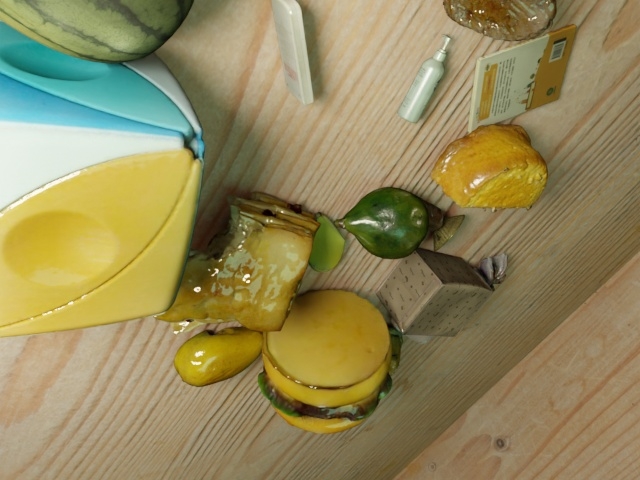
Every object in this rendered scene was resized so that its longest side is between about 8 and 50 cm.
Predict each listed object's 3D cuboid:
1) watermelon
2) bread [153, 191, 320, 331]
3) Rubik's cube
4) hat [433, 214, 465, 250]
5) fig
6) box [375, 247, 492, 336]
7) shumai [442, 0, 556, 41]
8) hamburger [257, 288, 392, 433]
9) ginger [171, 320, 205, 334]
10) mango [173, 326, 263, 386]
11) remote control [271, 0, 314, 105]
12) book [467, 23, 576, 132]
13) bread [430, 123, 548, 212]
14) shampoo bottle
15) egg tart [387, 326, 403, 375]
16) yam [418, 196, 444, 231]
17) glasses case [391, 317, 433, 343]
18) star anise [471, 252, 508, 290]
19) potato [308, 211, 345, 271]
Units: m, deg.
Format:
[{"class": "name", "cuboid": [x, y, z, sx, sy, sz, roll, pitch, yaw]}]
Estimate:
[{"class": "watermelon", "cuboid": [-0.308, -0.377, 0.527, 0.279, 0.279, 0.359, -44, 139, 12]}, {"class": "bread", "cuboid": [-0.174, 0.055, 1.042, 0.370, 0.191, 0.314, 10, 105, -35]}, {"class": "Rubik's cube", "cuboid": [-0.392, -0.096, 0.690, 0.347, 0.351, 0.352, -2, 132, -31]}, {"class": "hat", "cuboid": [0.376, -0.043, 1.446, 0.146, 0.067, 0.146, -51, 177, -3]}, {"class": "fig", "cuboid": [0.157, -0.041, 1.209, 0.245, 0.195, 0.195, -7, 132, -31]}, {"class": "box", "cuboid": [0.379, 0.176, 1.556, 0.297, 0.190, 0.225, 11, 122, -40]}, {"class": "shumai", "cuboid": [0.374, -0.523, 0.949, 0.184, 0.218, 0.185, 65, 41, -59]}, {"class": "hamburger", "cuboid": [0.025, 0.357, 1.372, 0.395, 0.396, 0.277, -15, 134, -20]}, {"class": "ginger", "cuboid": [-0.300, 0.125, 1.152, 0.193, 0.115, 0.123, -25, 123, -26]}, {"class": "mango", "cuboid": [-0.284, 0.323, 1.327, 0.262, 0.130, 0.167, -7, 128, -35]}, {"class": "remote control", "cuboid": [-0.050, -0.352, 0.859, 0.029, 0.087, 0.190, -26, 137, -14]}, {"class": "book", "cuboid": [0.519, -0.415, 1.206, 0.295, 0.020, 0.208, -22, 138, -12]}, {"class": "bread", "cuboid": [0.478, -0.202, 1.243, 0.340, 0.194, 0.179, -1, 143, -27]}, {"class": "shampoo bottle", "cuboid": [0.242, -0.365, 1.053, 0.056, 0.056, 0.195, 3, 128, -34]}, {"class": "egg tart", "cuboid": [0.203, 0.457, 1.765, 0.315, 0.120, 0.315, -17, 137, -17]}, {"class": "yam", "cuboid": [0.297, -0.078, 1.349, 0.141, 0.079, 0.079, 19, 117, -41]}, {"class": "glasses case", "cuboid": [0.364, 0.318, 1.763, 0.113, 0.075, 0.297, -48, 138, 5]}, {"class": "star anise", "cuboid": [0.610, 0.132, 1.739, 0.236, 0.093, 0.229, -15, 141, -14]}, {"class": "potato", "cuboid": [0.000, 0.000, 1.254, 0.119, 0.054, 0.198, -29, 134, -4]}]
